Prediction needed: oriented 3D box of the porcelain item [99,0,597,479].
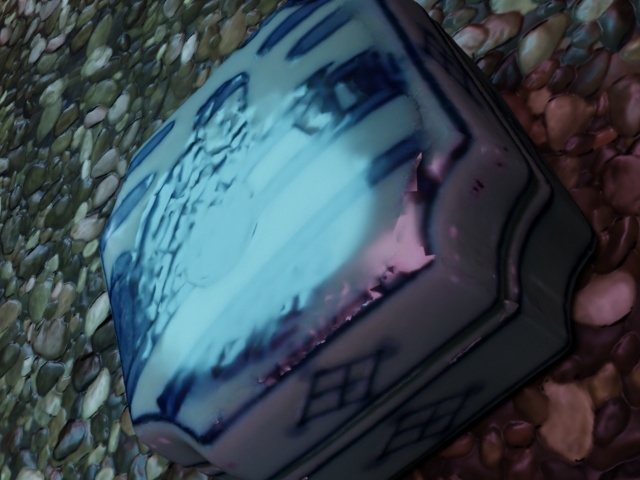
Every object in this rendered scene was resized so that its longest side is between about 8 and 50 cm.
[{"bbox_3d":[0.000,0.000,0.642,0.281,0.157,0.285,-40,44,19],"label":"porcelain item"}]
